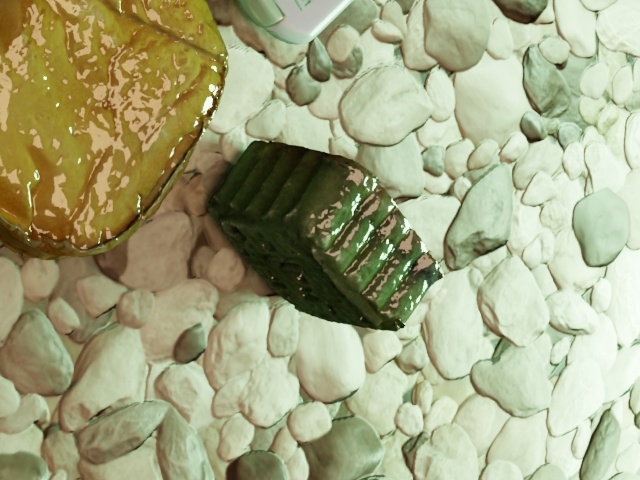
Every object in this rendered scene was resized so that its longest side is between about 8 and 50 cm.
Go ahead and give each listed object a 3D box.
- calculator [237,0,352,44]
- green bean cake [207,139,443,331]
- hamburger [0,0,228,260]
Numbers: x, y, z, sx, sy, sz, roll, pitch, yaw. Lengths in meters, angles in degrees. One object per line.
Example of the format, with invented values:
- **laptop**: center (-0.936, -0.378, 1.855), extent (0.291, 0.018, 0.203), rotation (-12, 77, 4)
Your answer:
- **calculator**: center (0.008, -0.298, 1.500), extent (0.246, 0.045, 0.141), rotation (-45, 121, -22)
- **green bean cake**: center (0.000, 0.000, 1.466), extent (0.094, 0.173, 0.181), rotation (-53, 126, -18)
- **hamburger**: center (-0.209, -0.129, 1.314), extent (0.283, 0.144, 0.259), rotation (-49, 118, -14)
